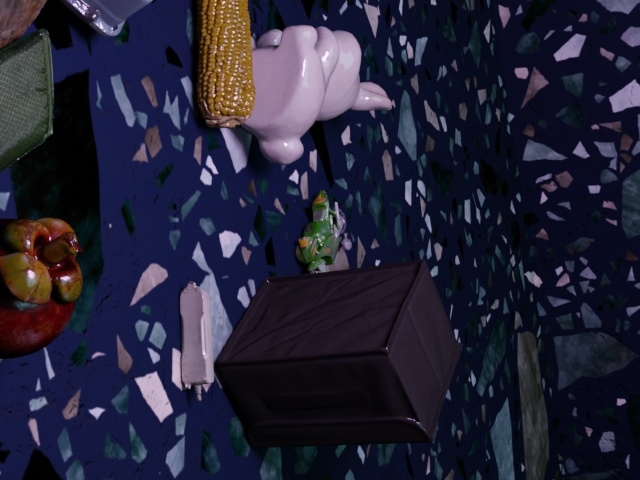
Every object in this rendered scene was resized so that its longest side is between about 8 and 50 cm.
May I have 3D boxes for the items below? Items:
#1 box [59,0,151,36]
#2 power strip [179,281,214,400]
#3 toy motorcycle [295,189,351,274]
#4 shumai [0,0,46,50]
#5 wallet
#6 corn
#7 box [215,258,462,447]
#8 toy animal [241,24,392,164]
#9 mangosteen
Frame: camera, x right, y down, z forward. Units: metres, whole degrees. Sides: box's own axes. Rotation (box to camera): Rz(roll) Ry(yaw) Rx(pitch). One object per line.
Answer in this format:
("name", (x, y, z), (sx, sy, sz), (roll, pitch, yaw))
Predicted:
("box", (-0.299, -0.423, 1.620), (0.162, 0.130, 0.226), (42, 49, -33))
("power strip", (-0.198, 0.161, 1.808), (0.030, 0.048, 0.191), (8, 78, -68))
("toy motorcycle", (0.000, 0.000, 2.199), (0.106, 0.074, 0.190), (49, 44, -36))
("shumai", (-0.414, -0.329, 1.389), (0.153, 0.209, 0.161), (33, 25, -15))
("wallet", (-0.410, -0.156, 1.402), (0.236, 0.055, 0.160), (-55, 161, -53))
("corn", (-0.160, -0.332, 1.903), (0.106, 0.106, 0.292), (11, 77, -62))
("box", (0.034, 0.197, 1.936), (0.204, 0.345, 0.251), (66, 32, -27))
("toy animal", (-0.020, -0.271, 2.071), (0.368, 0.196, 0.241), (-19, 109, -60))
("mangosteen", (-0.364, 0.047, 1.351), (0.200, 0.200, 0.199), (16, 71, -61))
